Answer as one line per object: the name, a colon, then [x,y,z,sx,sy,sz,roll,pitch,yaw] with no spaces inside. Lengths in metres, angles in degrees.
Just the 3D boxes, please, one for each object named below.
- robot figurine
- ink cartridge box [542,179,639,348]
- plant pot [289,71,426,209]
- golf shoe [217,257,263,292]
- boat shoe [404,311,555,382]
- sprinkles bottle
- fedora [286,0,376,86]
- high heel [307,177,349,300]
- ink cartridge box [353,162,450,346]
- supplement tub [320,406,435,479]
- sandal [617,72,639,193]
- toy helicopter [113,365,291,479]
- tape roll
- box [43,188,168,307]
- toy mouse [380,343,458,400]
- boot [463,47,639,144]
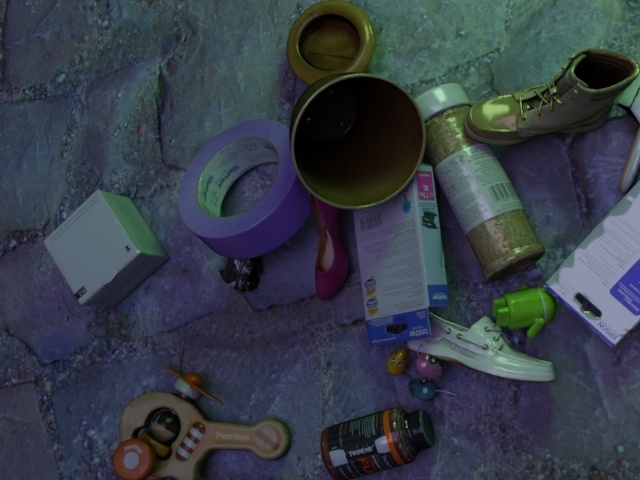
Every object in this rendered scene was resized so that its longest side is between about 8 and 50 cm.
robot figurine: [0.363,0.119,1.544,0.115,0.067,0.101,-10,39,-4]
ink cartridge box: [0.554,0.012,1.494,0.333,0.065,0.165,-48,69,8]
plant pot: [0.038,-0.209,1.597,0.237,0.254,0.237,-5,113,-12]
golf shoe: [-0.152,0.002,1.774,0.093,0.077,0.198,20,90,23]
boat shoe: [0.287,0.183,1.560,0.277,0.098,0.096,14,89,24]
sprinkles bottle: [0.277,-0.108,1.590,0.121,0.121,0.356,-28,73,16]
fedora: [0.029,-0.384,1.750,0.194,0.079,0.194,-4,81,24]
high heel: [0.000,0.000,1.667,0.082,0.117,0.244,38,118,49]
ink cartridge box: [0.146,0.032,1.614,0.185,0.065,0.311,-20,71,53]
supplement tub: [0.106,0.369,1.605,0.197,0.106,0.106,-21,76,19]
sandal: [0.543,-0.214,1.508,0.076,0.102,0.265,21,93,20]
toy helicopter: [-0.231,0.371,1.750,0.354,0.140,0.235,1,74,11]
tape roll: [-0.143,-0.103,1.722,0.274,0.090,0.275,-15,55,22]
box: [-0.458,0.020,1.872,0.181,0.119,0.182,-40,71,12]
toy mouse: [0.183,0.251,1.589,0.143,0.161,0.031,35,53,10]
boot: [0.385,-0.242,1.480,0.261,0.203,0.095,-4,76,-2]
